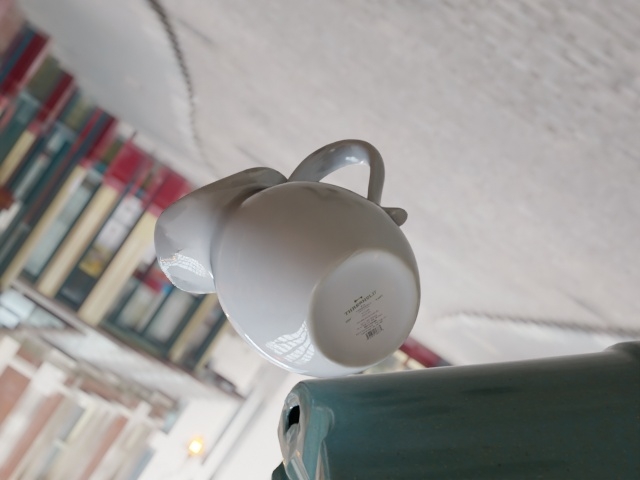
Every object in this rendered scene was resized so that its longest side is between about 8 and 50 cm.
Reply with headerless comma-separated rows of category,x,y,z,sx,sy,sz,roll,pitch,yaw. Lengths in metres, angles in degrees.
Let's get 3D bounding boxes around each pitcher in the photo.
pitcher,0.000,0.000,1.140,0.207,0.177,0.125,30,154,58

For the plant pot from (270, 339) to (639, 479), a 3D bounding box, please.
plant pot,0.144,0.228,1.213,0.334,0.341,0.341,0,-174,-12
